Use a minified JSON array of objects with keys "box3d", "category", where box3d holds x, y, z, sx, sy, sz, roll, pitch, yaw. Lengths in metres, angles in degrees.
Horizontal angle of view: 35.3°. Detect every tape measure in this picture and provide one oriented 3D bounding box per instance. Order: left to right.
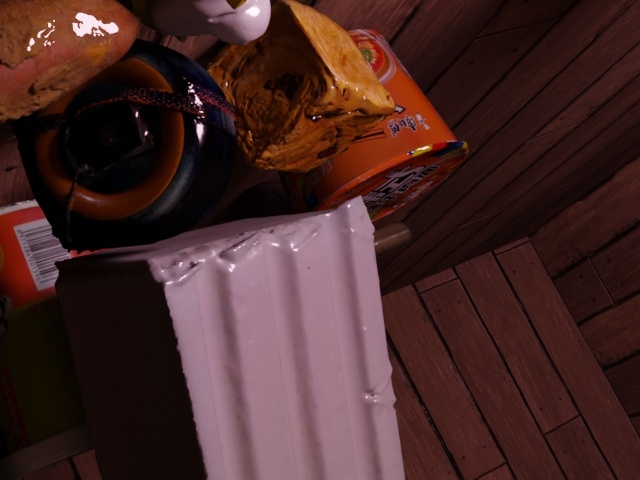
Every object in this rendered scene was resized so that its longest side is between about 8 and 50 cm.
[{"box3d":[-0.194,-0.094,0.993,0.223,0.202,0.135,-26,172,18],"category":"tape measure"}]

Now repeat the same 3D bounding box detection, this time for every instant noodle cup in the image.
[{"box3d":[-0.327,0.116,1.279,0.294,0.308,0.294,-20,173,-3],"category":"instant noodle cup"},{"box3d":[0.040,-0.141,1.307,0.250,0.192,0.250,-25,168,-6],"category":"instant noodle cup"}]

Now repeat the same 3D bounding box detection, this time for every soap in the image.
[{"box3d":[-0.083,0.194,1.131,0.213,0.435,0.350,-3,-169,37],"category":"soap"}]

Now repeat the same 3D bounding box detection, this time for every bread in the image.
[{"box3d":[-0.025,-0.173,1.135,0.149,0.158,0.143,-31,162,24],"category":"bread"}]

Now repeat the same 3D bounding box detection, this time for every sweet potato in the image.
[{"box3d":[-0.322,-0.132,0.806,0.385,0.109,0.109,-19,166,-28],"category":"sweet potato"}]

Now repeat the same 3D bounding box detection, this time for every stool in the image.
[{"box3d":[0.000,0.000,1.703,0.178,0.272,0.272,-33,175,-42],"category":"stool"}]

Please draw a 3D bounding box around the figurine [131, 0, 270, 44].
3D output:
[{"box3d":[-0.105,-0.232,0.910,0.129,0.109,0.178,4,160,-12],"category":"figurine"}]
